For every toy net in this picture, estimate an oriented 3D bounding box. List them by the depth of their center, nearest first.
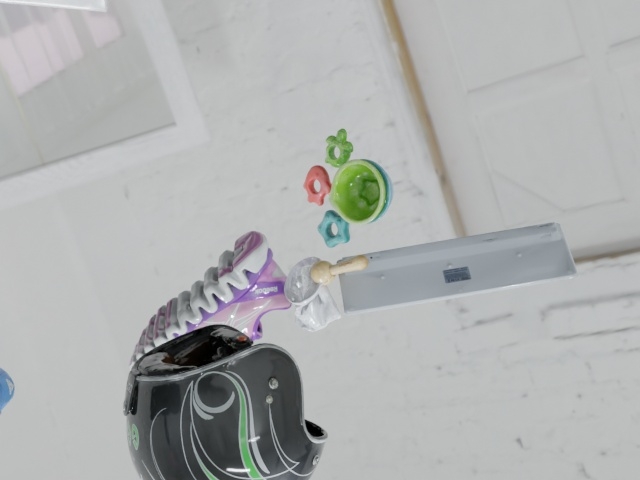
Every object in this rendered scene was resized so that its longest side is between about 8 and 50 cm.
[{"bbox_3d":[0.000,0.000,0.893,0.045,0.122,0.232,-11,133,-51],"label":"toy net"}]

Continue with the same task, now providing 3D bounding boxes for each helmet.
[{"bbox_3d":[-0.082,0.166,0.715,0.170,0.161,0.169,-14,-169,3],"label":"helmet"}]

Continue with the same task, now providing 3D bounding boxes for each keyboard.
[{"bbox_3d":[0.148,0.031,0.897,0.256,0.072,0.014,-10,152,1],"label":"keyboard"}]

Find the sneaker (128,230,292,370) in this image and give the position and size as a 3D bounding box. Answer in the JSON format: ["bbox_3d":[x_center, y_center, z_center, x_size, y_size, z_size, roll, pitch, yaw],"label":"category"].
[{"bbox_3d":[-0.126,0.099,0.974,0.236,0.104,0.095,-39,-158,13],"label":"sneaker"}]

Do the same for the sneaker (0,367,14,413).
[{"bbox_3d":[-0.314,0.113,0.530,0.240,0.091,0.126,2,-171,8],"label":"sneaker"}]

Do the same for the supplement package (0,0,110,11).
[{"bbox_3d":[-0.305,-0.411,0.857,0.178,0.292,0.175,2,-153,-11],"label":"supplement package"}]
